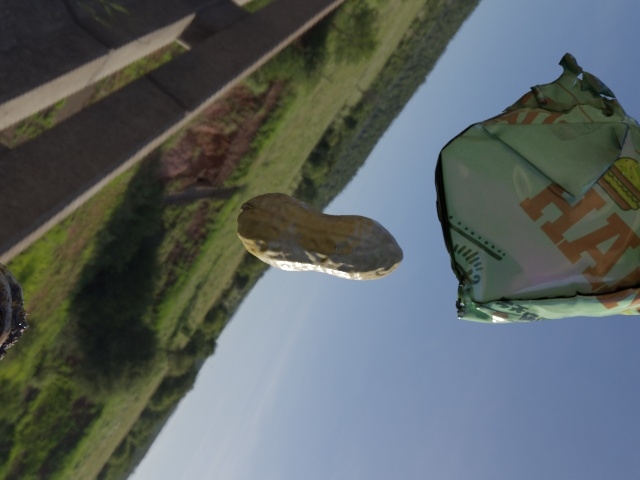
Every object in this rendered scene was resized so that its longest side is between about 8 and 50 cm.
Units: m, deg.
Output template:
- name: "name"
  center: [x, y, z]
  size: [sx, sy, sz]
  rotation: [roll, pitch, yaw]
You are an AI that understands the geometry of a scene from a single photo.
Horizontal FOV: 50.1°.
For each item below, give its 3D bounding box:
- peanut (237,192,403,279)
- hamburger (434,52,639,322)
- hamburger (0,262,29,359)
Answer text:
- name: "peanut"
  center: [0.000, 0.000, 1.274]
  size: [0.149, 0.313, 0.149]
  rotation: [10, 90, -87]
- name: "hamburger"
  center: [0.212, -0.042, 0.608]
  size: [0.125, 0.214, 0.235]
  rotation: [38, 45, -71]
- name: "hamburger"
  center: [-0.514, 0.097, 0.980]
  size: [0.118, 0.191, 0.181]
  rotation: [-103, -155, -83]
